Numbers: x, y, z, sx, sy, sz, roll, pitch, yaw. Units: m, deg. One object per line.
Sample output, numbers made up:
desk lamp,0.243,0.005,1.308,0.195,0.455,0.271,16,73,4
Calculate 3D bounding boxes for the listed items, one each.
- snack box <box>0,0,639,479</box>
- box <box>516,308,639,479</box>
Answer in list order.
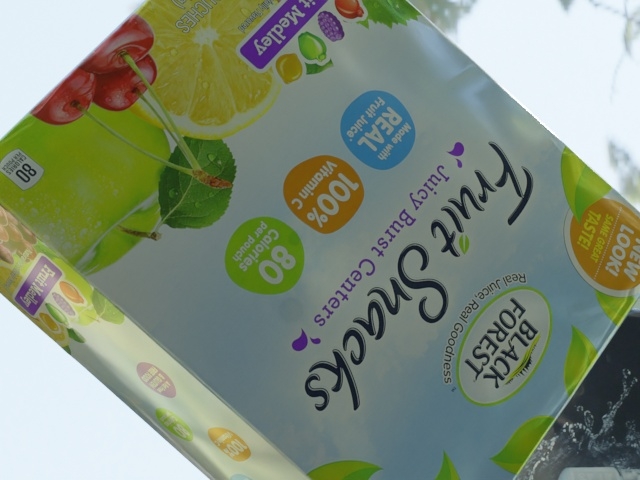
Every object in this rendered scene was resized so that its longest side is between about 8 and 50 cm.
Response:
snack box,0.000,0.000,0.564,0.207,0.174,0.070,42,-29,-4
box,0.142,0.115,0.697,0.158,0.156,0.093,10,-12,35
